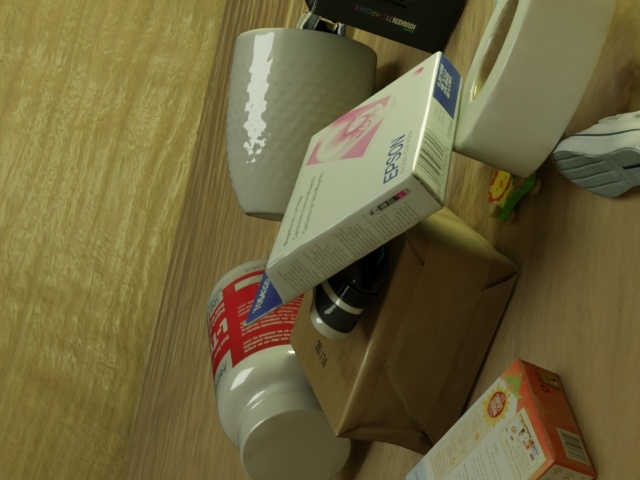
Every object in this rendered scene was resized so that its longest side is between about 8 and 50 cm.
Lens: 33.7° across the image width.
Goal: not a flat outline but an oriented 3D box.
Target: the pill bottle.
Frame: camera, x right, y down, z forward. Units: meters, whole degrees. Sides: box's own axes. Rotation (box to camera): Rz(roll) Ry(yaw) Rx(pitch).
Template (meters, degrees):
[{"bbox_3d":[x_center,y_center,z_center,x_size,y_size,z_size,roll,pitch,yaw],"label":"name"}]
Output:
[{"bbox_3d":[-0.069,0.223,1.796,0.407,0.229,0.229,-107,37,-58],"label":"pill bottle"}]

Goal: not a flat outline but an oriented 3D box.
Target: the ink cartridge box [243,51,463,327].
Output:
[{"bbox_3d":[0.031,-0.073,1.386,0.330,0.071,0.324,-31,24,29],"label":"ink cartridge box"}]

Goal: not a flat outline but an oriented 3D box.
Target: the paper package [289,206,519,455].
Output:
[{"bbox_3d":[0.101,0.099,1.509,0.325,0.168,0.309,-129,56,-67],"label":"paper package"}]

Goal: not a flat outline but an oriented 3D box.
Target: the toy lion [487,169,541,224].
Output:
[{"bbox_3d":[0.256,-0.077,1.423,0.096,0.034,0.100,-82,19,-44],"label":"toy lion"}]

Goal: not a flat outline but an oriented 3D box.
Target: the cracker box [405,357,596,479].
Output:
[{"bbox_3d":[0.198,0.271,1.212,0.232,0.067,0.155,-53,27,29],"label":"cracker box"}]

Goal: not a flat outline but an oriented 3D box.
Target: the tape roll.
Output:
[{"bbox_3d":[0.259,-0.225,1.305,0.286,0.100,0.286,-159,90,-88],"label":"tape roll"}]

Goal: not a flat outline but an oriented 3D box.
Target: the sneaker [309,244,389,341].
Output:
[{"bbox_3d":[0.039,0.024,1.390,0.121,0.079,0.217,-52,27,27],"label":"sneaker"}]

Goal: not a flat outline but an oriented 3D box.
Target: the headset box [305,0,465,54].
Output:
[{"bbox_3d":[0.096,-0.450,1.826,0.283,0.246,0.131,-106,36,-58],"label":"headset box"}]

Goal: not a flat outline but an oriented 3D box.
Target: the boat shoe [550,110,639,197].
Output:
[{"bbox_3d":[0.337,-0.100,1.162,0.076,0.083,0.226,-47,14,-9],"label":"boat shoe"}]

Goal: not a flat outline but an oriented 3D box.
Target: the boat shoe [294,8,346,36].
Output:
[{"bbox_3d":[-0.041,-0.357,2.323,0.158,0.127,0.340,-154,80,-79],"label":"boat shoe"}]

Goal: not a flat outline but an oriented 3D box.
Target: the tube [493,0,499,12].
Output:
[{"bbox_3d":[0.261,-0.237,1.512,0.080,0.052,0.207,180,98,-80],"label":"tube"}]

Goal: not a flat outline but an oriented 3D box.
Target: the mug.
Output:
[{"bbox_3d":[-0.036,-0.198,2.045,0.374,0.276,0.328,31,-115,-78],"label":"mug"}]
